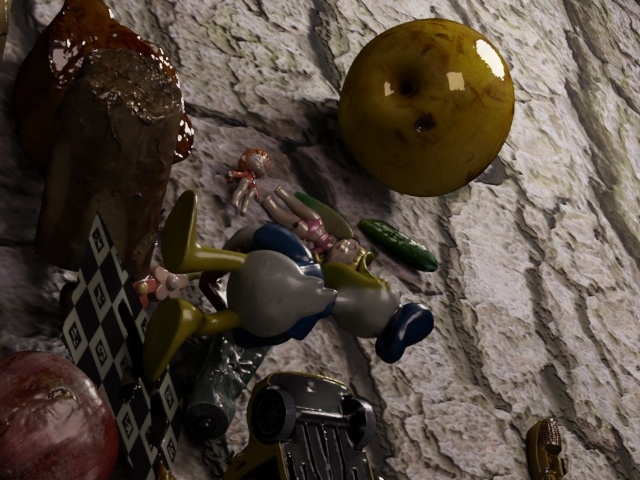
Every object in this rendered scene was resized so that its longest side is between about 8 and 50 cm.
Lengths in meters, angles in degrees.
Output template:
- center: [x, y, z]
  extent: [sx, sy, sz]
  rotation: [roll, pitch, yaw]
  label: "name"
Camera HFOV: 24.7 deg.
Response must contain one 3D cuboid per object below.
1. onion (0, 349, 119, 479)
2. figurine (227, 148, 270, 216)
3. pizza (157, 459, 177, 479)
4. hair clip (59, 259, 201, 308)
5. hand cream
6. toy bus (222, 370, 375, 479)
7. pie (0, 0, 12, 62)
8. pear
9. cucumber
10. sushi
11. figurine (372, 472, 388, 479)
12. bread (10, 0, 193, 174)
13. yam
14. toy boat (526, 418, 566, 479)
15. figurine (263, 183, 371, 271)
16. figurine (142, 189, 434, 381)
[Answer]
- center: [-0.282, 0.197, 1.342]
  extent: [0.159, 0.159, 0.195]
  rotation: [52, 54, -6]
  label: "onion"
- center: [-0.100, -0.077, 1.937]
  extent: [0.064, 0.047, 0.109]
  rotation: [46, 41, -29]
  label: "figurine"
- center: [-0.156, 0.270, 1.534]
  extent: [0.037, 0.016, 0.083]
  rotation: [-66, 143, -78]
  label: "pizza"
- center: [-0.207, 0.052, 1.662]
  extent: [0.214, 0.056, 0.062]
  rotation: [-16, 107, -58]
  label: "hair clip"
- center: [-0.101, 0.148, 1.714]
  extent: [0.075, 0.052, 0.248]
  rotation: [48, 32, -14]
  label: "hand cream"
- center: [-0.013, 0.314, 1.588]
  extent: [0.145, 0.151, 0.331]
  rotation: [13, 53, -41]
  label: "toy bus"
- center: [-0.410, -0.302, 1.697]
  extent: [0.129, 0.068, 0.282]
  rotation: [33, 37, -35]
  label: "pie"
- center: [0.158, -0.201, 2.188]
  extent: [0.281, 0.281, 0.280]
  rotation: [34, 37, -31]
  label: "pear"
- center: [0.125, 0.012, 2.165]
  extent: [0.168, 0.039, 0.039]
  rotation: [33, 38, -29]
  label: "cucumber"
- center: [-0.216, 0.135, 1.517]
  extent: [0.192, 0.043, 0.279]
  rotation: [-84, 158, -50]
  label: "sushi"
- center: [0.098, 0.346, 1.777]
  extent: [0.196, 0.108, 0.114]
  rotation: [28, 27, -10]
  label: "figurine"
- center: [-0.252, -0.157, 1.713]
  extent: [0.232, 0.135, 0.246]
  rotation: [38, 35, -27]
  label: "bread"
- center: [-0.223, -0.074, 1.553]
  extent: [0.129, 0.238, 0.128]
  rotation: [-10, 37, -44]
  label: "yam"
- center: [0.337, 0.329, 2.146]
  extent: [0.047, 0.049, 0.149]
  rotation: [31, 39, -36]
  label: "toy boat"
- center: [0.000, 0.000, 1.991]
  extent: [0.187, 0.083, 0.083]
  rotation: [40, 32, -1]
  label: "figurine"
- center: [-0.035, 0.079, 1.648]
  extent: [0.338, 0.283, 0.204]
  rotation: [14, 87, -19]
  label: "figurine"
